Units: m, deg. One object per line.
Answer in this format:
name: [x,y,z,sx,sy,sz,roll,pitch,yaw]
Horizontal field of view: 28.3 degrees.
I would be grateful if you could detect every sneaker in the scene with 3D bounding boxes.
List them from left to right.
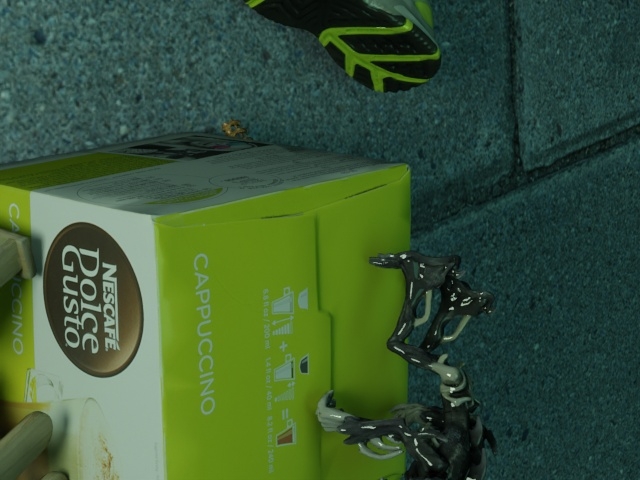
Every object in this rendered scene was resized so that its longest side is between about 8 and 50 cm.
sneaker: [0.002,-0.327,1.506,0.384,0.145,0.147,40,38,-42]

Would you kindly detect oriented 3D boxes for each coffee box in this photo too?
coffee box: [-0.139,0.090,1.262,0.338,0.334,0.338,-14,109,-46]

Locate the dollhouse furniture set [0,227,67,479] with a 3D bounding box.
dollhouse furniture set: [-0.327,0.121,1.122,0.161,0.212,0.242,-47,144,-43]

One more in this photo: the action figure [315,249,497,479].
action figure: [0.091,0.158,1.183,0.164,0.140,0.276,28,61,-53]

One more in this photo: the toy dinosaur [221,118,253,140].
toy dinosaur: [0.000,0.000,1.472,0.218,0.164,0.322,-53,130,-69]
